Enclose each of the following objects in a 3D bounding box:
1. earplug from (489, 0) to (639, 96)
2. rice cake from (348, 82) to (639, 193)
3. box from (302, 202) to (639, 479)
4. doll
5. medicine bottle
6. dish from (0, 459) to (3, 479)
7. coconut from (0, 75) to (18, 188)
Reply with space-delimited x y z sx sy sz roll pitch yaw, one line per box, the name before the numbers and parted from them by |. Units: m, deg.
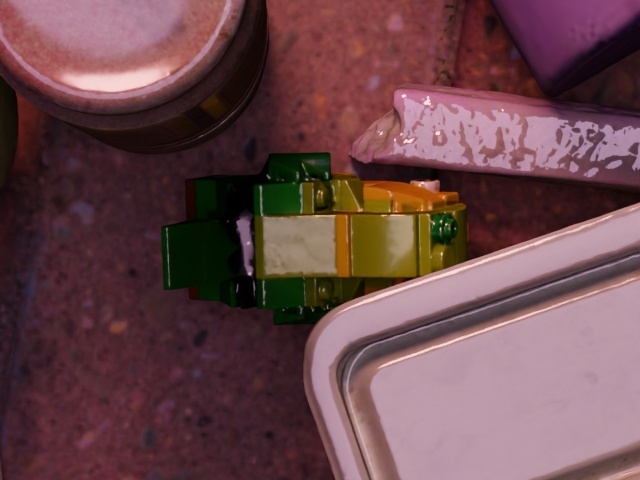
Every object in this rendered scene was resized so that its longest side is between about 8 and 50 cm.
earplug | 0.104 -0.326 1.200 0.215 0.215 0.456 -33 85 0
rice cake | 0.201 -0.056 1.257 0.365 0.072 0.056 7 91 2
box | 0.154 0.079 1.196 0.312 0.182 0.175 -19 90 0
doll | 0.000 -0.001 1.220 0.186 0.134 0.106 -1 95 0
medicine bottle | -0.106 -0.131 1.129 0.151 0.322 0.151 0 90 -1
dish | -0.322 0.207 1.247 0.243 0.080 0.182 -5 89 1
coconut | -0.318 -0.117 1.144 0.328 0.281 0.328 -9 70 26
